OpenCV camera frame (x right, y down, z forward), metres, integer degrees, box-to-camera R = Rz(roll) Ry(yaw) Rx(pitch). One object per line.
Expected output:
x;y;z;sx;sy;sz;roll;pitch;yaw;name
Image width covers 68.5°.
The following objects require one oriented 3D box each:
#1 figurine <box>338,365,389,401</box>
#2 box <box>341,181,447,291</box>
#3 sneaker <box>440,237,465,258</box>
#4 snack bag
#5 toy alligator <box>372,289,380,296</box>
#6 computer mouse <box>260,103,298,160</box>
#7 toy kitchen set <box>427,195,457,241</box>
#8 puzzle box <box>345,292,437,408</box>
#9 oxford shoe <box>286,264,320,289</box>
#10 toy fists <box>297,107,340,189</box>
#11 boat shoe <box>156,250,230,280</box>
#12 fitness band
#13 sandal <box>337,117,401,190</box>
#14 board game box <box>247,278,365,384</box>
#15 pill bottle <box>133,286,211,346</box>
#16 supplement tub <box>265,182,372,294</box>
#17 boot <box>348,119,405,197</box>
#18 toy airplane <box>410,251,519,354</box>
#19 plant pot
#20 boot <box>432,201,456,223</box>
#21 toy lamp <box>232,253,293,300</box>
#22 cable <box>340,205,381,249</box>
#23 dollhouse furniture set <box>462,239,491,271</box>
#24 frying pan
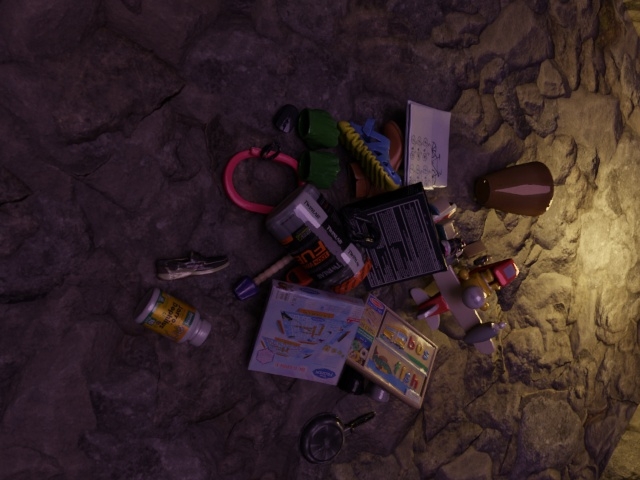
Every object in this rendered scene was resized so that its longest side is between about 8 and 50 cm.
0.196;0.494;1.805;0.215;0.092;0.209;24;79;-28;figurine
0.261;-0.016;1.664;0.294;0.183;0.296;-16;106;15;box
0.468;0.024;1.644;0.077;0.178;0.072;-16;88;15;sneaker
0.421;-0.351;1.806;0.342;0.037;0.323;-6;99;-49;snack bag
0.263;0.142;1.800;0.056;0.051;0.189;40;56;7;toy alligator
-0.132;-0.358;1.543;0.071;0.041;0.242;31;64;-20;computer mouse
0.390;-0.077;1.791;0.122;0.207;0.166;-34;117;-21;toy kitchen set
0.269;0.422;1.791;0.409;0.052;0.272;38;58;-21;puzzle box
-0.015;0.114;1.670;0.271;0.097;0.098;-25;143;-32;oxford shoe
-0.004;-0.310;1.601;0.142;0.096;0.279;6;77;-36;toy fists
-0.394;0.070;1.457;0.223;0.080;0.073;-12;105;-22;boat shoe
-0.181;-0.193;1.564;0.290;0.054;0.209;9;93;-27;fitness band
0.190;-0.314;1.629;0.138;0.126;0.317;-31;77;-13;sandal
-0.051;0.312;1.568;0.318;0.066;0.318;15;108;-13;board game box
-0.443;0.239;1.425;0.208;0.117;0.118;36;78;-25;pill bottle
0.000;0.000;1.513;0.207;0.207;0.338;-46;104;-17;supplement tub
0.200;-0.295;1.736;0.220;0.109;0.283;-9;99;-17;boot
0.538;0.210;1.803;0.386;0.272;0.384;17;93;2;toy airplane
0.801;-0.216;1.997;0.254;0.237;0.237;-2;96;-12;plant pot
0.469;-0.033;1.900;0.244;0.088;0.176;-34;110;-13;boot
-0.172;0.105;1.580;0.274;0.080;0.080;-35;109;-23;toy lamp
0.128;-0.043;1.502;0.184;0.047;0.151;5;50;-52;cable
0.657;0.109;2.041;0.144;0.123;0.151;-19;68;-25;dollhouse furniture set
0.068;0.755;1.782;0.326;0.053;0.197;10;91;-25;frying pan
